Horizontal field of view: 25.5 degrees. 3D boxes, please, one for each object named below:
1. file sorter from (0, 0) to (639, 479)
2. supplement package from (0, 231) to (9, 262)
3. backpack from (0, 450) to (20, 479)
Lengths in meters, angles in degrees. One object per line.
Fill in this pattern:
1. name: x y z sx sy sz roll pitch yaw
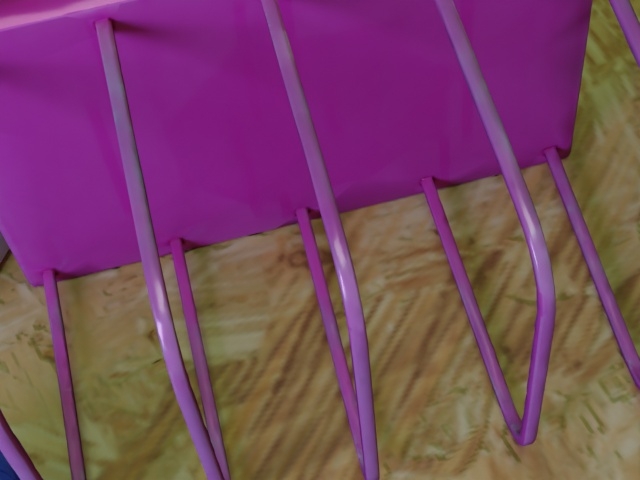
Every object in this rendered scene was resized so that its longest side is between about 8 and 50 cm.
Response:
1. file sorter: 0.000 0.000 0.615 0.291 0.202 0.182 -14 60 -3
2. supplement package: -0.251 -0.078 0.719 0.203 0.149 0.194 18 61 17
3. backpack: -0.162 0.132 0.591 0.098 0.120 0.101 -24 58 -9
